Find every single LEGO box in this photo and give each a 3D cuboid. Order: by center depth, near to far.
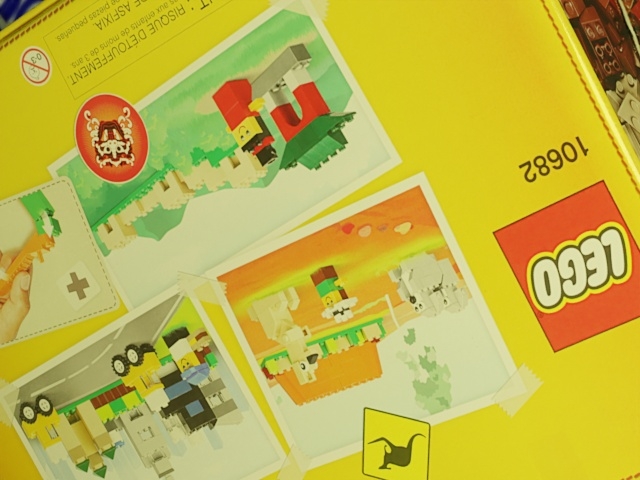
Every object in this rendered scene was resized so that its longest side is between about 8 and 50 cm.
[{"bbox_3d":[0.000,0.000,1.032,0.193,0.500,0.372,-28,91,-56],"label":"LEGO box"}]
